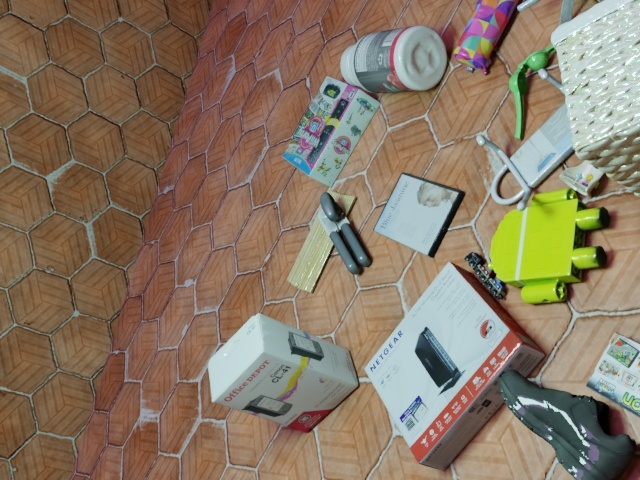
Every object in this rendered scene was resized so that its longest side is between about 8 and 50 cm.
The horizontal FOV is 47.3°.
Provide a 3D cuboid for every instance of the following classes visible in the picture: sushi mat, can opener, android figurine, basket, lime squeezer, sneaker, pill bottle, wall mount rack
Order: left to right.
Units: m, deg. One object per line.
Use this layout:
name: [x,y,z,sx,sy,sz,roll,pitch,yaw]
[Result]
sushi mat: [0.000,0.000,2.186,0.151,0.019,0.316,25,90,56]
can opener: [0.054,-0.020,2.048,0.074,0.093,0.280,-37,48,10]
pill bottle: [0.198,-0.516,2.109,0.318,0.176,0.176,14,81,56]
lime squeezer: [0.508,-0.394,1.713,0.310,0.059,0.110,-58,33,8]
android figurine: [0.460,0.010,1.511,0.273,0.056,0.248,-14,58,49]
wall mount rack: [0.477,-0.201,1.551,0.350,0.130,0.304,-48,34,24]
sneaker: [0.442,0.317,1.311,0.130,0.109,0.286,-52,44,8]
basket: [0.625,-0.260,1.226,0.331,0.328,0.266,-26,53,43]

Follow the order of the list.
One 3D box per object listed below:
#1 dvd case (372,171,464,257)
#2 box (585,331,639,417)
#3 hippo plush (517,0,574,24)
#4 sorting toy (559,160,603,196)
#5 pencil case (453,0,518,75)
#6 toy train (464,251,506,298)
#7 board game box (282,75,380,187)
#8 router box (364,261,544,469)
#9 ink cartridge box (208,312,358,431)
dvd case: [0.248,-0.072,1.889,0.253,0.022,0.180,28,93,57]
box: [0.561,0.247,1.234,0.207,0.036,0.114,32,95,57]
hippo plush: [0.624,-0.669,1.652,0.236,0.234,0.294,-61,-14,-27]
sorting toy: [0.550,-0.135,1.500,0.075,0.045,0.083,-51,34,6]
pencil case: [0.430,-0.553,1.891,0.104,0.104,0.236,25,92,57]
toy train: [0.369,0.075,1.624,0.036,0.027,0.158,-43,37,12]
board game box: [0.028,-0.346,2.308,0.303,0.097,0.224,-61,33,7]
router box: [0.272,0.265,1.579,0.335,0.082,0.301,-55,35,15]
ink cartridge box: [-0.094,0.338,1.833,0.226,0.306,0.131,-47,37,26]
